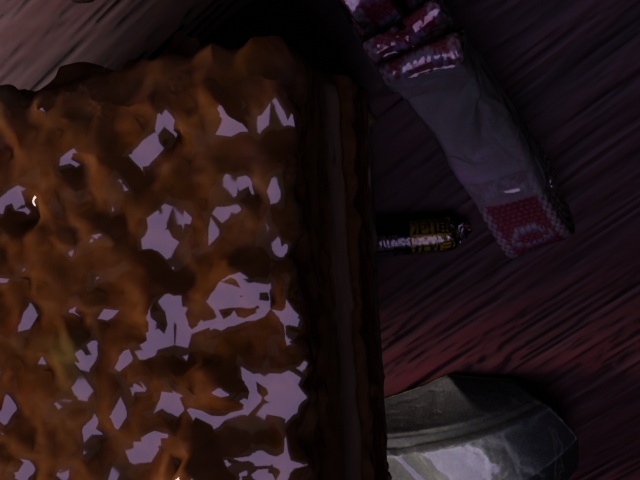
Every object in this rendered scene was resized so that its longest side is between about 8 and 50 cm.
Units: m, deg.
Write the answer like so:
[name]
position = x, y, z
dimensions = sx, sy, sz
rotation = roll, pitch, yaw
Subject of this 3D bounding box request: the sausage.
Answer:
[sausage]
position = 0.000, 0.000, 0.703
dimensions = 0.198, 0.025, 0.028
rotation = -3, 124, 5

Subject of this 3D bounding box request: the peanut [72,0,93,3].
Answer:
[peanut]
position = -0.001, -0.209, 0.507
dimensions = 0.291, 0.159, 0.143
rotation = -27, 91, 8

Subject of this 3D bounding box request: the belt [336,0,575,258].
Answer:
[belt]
position = 0.083, -0.068, 0.600
dimensions = 0.053, 0.071, 0.232
rotation = -25, 133, 19

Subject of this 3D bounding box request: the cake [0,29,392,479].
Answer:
[cake]
position = -0.099, 0.040, 0.561
dimensions = 0.256, 0.290, 0.282
rotation = -2, 97, 8

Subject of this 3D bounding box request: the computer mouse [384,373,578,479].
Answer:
[computer mouse]
position = 0.074, 0.175, 0.780
dimensions = 0.231, 0.071, 0.126
rotation = -17, 119, 15
